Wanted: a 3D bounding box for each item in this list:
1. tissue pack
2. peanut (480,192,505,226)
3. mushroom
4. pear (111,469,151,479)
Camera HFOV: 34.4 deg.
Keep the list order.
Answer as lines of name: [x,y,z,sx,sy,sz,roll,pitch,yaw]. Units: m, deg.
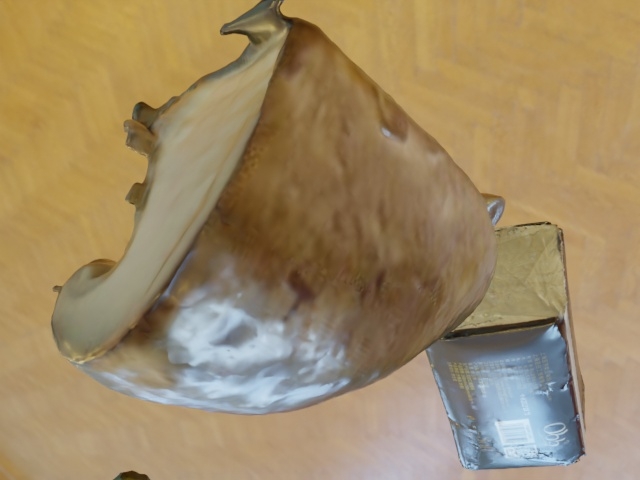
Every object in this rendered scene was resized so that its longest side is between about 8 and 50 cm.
tissue pack: [0.270,0.168,1.480,0.210,0.198,0.370,-9,136,10]
peanut: [0.230,-0.035,1.649,0.152,0.076,0.076,-29,105,39]
mushroom: [0.001,0.043,0.919,0.224,0.314,0.397,-14,140,44]
pear: [-0.144,0.331,0.508,0.342,0.318,0.238,-29,137,18]
